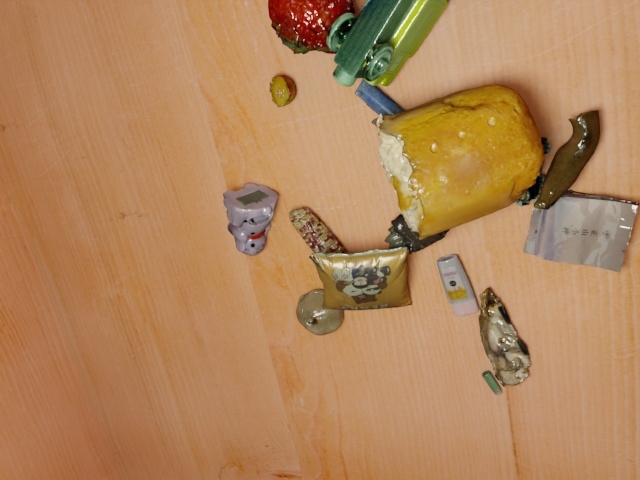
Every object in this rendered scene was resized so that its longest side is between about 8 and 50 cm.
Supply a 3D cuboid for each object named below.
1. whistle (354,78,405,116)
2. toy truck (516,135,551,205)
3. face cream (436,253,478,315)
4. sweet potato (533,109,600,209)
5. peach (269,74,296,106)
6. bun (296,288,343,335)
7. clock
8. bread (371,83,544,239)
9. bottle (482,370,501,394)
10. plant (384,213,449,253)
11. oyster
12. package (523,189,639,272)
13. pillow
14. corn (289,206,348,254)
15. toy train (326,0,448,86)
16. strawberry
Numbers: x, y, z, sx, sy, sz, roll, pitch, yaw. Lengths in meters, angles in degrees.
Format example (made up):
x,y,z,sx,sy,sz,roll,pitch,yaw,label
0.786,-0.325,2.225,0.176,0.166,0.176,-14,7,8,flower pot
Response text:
x,y,z,sx,sy,sz,roll,pitch,yaw,label
0.229,-0.365,1.399,0.304,0.062,0.062,42,119,4,whistle
0.557,-0.197,1.307,0.116,0.085,0.191,22,117,48,toy truck
0.435,0.145,1.499,0.084,0.057,0.198,-19,100,28,face cream
0.651,-0.211,1.247,0.286,0.112,0.085,-62,35,13,sweet potato
-0.116,-0.480,1.501,0.098,0.061,0.098,18,117,40,peach
-0.009,0.266,1.694,0.173,0.113,0.167,-9,105,23,bun
-0.250,-0.056,1.666,0.188,0.189,0.254,22,131,14,clock
0.354,-0.227,1.214,0.394,0.250,0.361,-20,83,13,bread
0.577,0.479,1.576,0.030,0.030,0.083,-32,95,28,bottle
0.290,-0.035,1.450,0.194,0.129,0.132,-27,96,45,plant
0.576,0.307,1.497,0.128,0.078,0.345,-21,98,6,oyster
0.717,-0.034,1.309,0.250,0.062,0.204,14,113,28,package
0.138,0.132,1.508,0.310,0.119,0.312,-6,140,5,pillow
0.000,0.000,1.608,0.098,0.098,0.290,-40,87,29,corn
0.199,-0.591,1.205,0.179,0.272,0.442,45,123,13,toy train
-0.024,-0.672,1.297,0.250,0.238,0.288,14,104,13,strawberry
